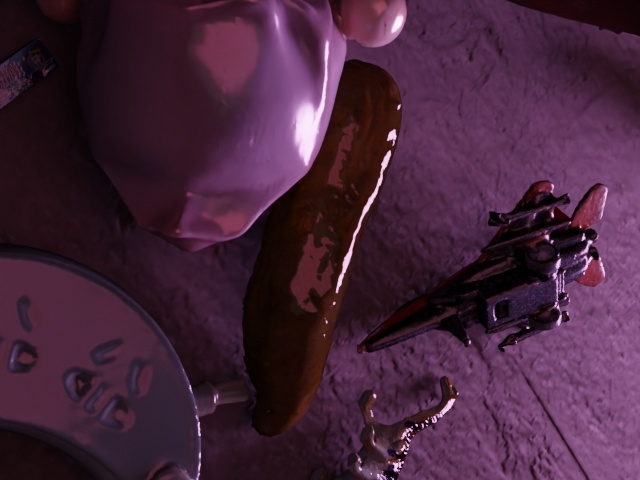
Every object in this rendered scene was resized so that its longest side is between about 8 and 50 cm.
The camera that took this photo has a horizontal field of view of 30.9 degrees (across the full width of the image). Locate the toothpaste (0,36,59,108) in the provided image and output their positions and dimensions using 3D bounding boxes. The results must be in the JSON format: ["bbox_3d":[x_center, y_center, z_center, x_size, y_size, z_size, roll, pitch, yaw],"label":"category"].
[{"bbox_3d":[-0.176,-0.075,0.607,0.083,0.017,0.020,-42,110,-23],"label":"toothpaste"}]

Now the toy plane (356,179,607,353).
[{"bbox_3d":[0.109,0.034,0.742,0.189,0.061,0.130,-30,134,-22],"label":"toy plane"}]

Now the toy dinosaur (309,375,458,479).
[{"bbox_3d":[0.025,0.141,0.709,0.058,0.037,0.180,48,68,-15],"label":"toy dinosaur"}]

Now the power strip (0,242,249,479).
[{"bbox_3d":[-0.153,0.088,0.600,0.253,0.054,0.168,12,85,-28],"label":"power strip"}]

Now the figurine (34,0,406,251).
[{"bbox_3d":[-0.056,-0.135,0.583,0.200,0.133,0.276,4,110,6],"label":"figurine"}]

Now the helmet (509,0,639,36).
[{"bbox_3d":[0.117,-0.273,0.631,0.230,0.337,0.385,3,83,5],"label":"helmet"}]

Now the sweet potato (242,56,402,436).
[{"bbox_3d":[-0.002,0.000,0.671,0.081,0.062,0.233,35,69,-69],"label":"sweet potato"}]
